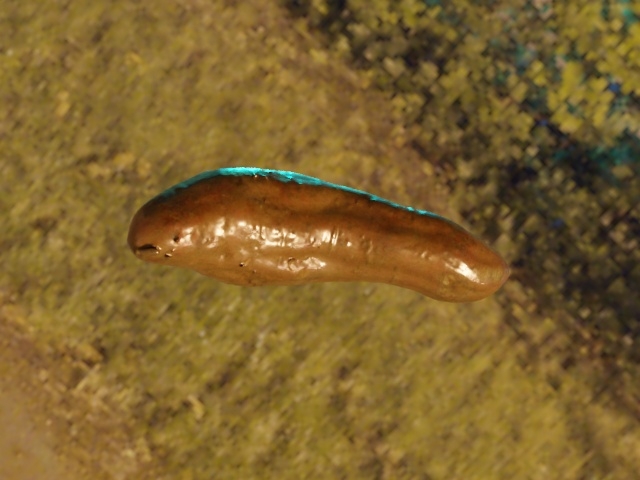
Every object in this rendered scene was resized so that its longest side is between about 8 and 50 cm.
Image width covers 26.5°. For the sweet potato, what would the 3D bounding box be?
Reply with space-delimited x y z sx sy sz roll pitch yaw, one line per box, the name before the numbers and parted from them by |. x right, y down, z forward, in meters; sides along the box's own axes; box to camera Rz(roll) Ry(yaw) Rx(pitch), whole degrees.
sweet potato | 0.001 -0.002 0.612 0.182 0.054 0.053 7 65 -19
